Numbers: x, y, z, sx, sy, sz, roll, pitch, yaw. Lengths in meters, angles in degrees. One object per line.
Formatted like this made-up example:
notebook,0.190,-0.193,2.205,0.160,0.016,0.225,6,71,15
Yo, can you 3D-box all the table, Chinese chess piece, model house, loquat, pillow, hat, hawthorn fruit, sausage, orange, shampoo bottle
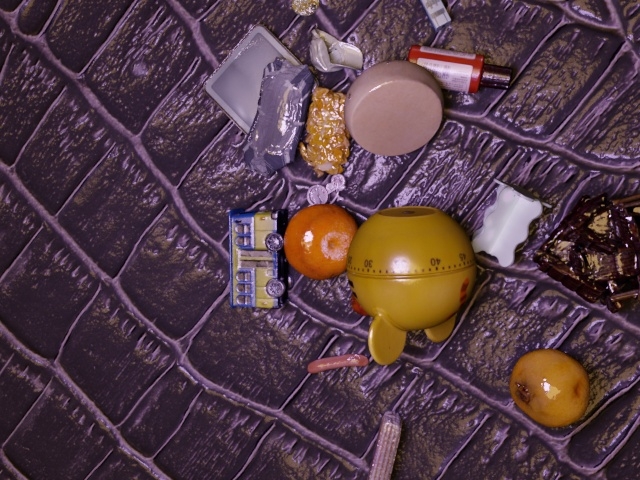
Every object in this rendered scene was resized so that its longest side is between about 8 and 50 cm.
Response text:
table,0.494,-0.043,1.725,0.167,0.166,0.198,28,107,9
Chinese chess piece,0.195,-0.350,1.717,0.274,0.102,0.273,-4,137,-4
model house,0.688,0.036,1.624,0.283,0.317,0.296,-5,81,9
loquat,0.606,0.387,1.704,0.208,0.208,0.207,1,95,13
pillow,-0.121,-0.341,1.822,0.162,0.093,0.334,19,104,16
hat,0.041,-0.525,1.831,0.166,0.081,0.122,14,58,-3
hawthorn fruit,0.135,0.175,1.861,0.093,0.093,0.093,1,95,13
sausage,0.050,0.363,1.912,0.187,0.043,0.043,-11,92,13
orange,0.000,0.000,1.808,0.224,0.170,0.223,-5,99,-30
shampoo bottle,0.373,-0.455,1.736,0.278,0.104,0.104,12,97,12

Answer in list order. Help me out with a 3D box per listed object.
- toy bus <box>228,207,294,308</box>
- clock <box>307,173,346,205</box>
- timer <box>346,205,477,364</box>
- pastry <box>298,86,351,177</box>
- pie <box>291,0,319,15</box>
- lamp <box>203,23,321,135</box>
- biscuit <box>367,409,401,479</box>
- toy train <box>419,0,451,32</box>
toy bus,-0.176,0.050,1.886,0.175,0.138,0.287,0,95,12
clock,0.025,-0.138,1.874,0.129,0.041,0.087,-34,83,18
timer,0.234,0.110,1.699,0.377,0.376,0.386,-2,100,13
pastry,0.015,-0.302,1.829,0.154,0.102,0.249,12,96,5
pie,-0.045,-0.685,1.855,0.085,0.017,0.085,1,96,12
lamp,-0.174,-0.451,1.889,0.266,0.047,0.269,-44,85,12
biscuit,0.185,0.619,1.869,0.062,0.108,0.238,14,97,5
toy train,0.283,-0.687,1.764,0.052,0.051,0.233,-27,89,9
